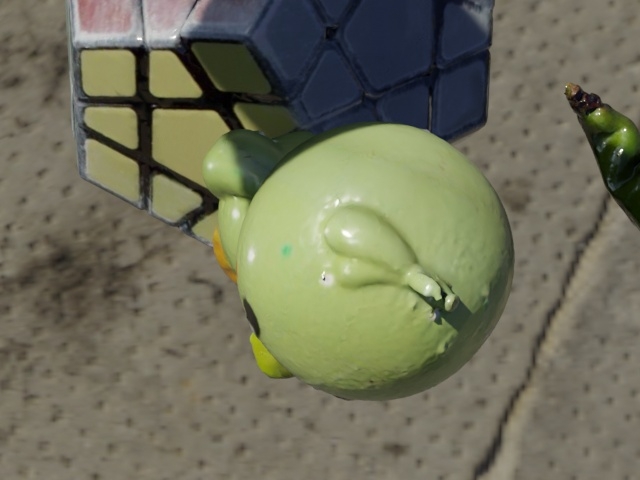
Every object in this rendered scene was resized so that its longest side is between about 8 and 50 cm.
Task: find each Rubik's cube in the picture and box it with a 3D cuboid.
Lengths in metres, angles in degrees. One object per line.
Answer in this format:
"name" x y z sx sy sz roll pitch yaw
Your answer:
"Rubik's cube" -0.033 -0.146 1.207 0.319 0.319 0.264 20 114 -24

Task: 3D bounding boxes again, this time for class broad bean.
"broad bean" 0.211 -0.018 1.113 0.046 0.061 0.195 -41 60 5

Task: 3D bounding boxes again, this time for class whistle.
"whistle" -0.005 0.009 0.935 0.141 0.294 0.141 0 91 -26
